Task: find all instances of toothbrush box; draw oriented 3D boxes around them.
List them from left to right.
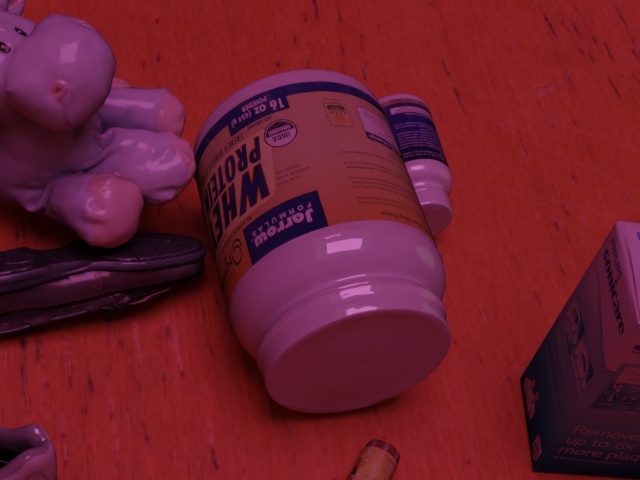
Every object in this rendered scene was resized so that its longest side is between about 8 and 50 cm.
[{"bbox_3d":[0.356,0.123,1.224,0.216,0.295,0.126,6,51,-10],"label":"toothbrush box"}]

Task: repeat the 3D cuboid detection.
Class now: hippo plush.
[{"bbox_3d":[-0.283,-0.156,1.269,0.294,0.236,0.234,11,48,22],"label":"hippo plush"}]

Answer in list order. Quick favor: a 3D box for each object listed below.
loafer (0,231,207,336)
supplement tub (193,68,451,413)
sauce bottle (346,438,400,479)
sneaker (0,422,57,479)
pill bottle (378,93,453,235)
[{"bbox_3d":[-0.253,0.048,1.288,0.267,0.084,0.096,-7,23,-23],"label":"loafer"},{"bbox_3d":[0.000,0.000,1.277,0.228,0.228,0.316,-5,53,-18],"label":"supplement tub"},{"bbox_3d":[0.038,0.258,1.200,0.042,0.042,0.128,27,49,8],"label":"sauce bottle"},{"bbox_3d":[-0.380,0.192,1.088,0.292,0.118,0.110,9,46,-12],"label":"sneaker"},{"bbox_3d":[0.107,-0.089,1.462,0.094,0.094,0.169,-2,52,-16],"label":"pill bottle"}]
